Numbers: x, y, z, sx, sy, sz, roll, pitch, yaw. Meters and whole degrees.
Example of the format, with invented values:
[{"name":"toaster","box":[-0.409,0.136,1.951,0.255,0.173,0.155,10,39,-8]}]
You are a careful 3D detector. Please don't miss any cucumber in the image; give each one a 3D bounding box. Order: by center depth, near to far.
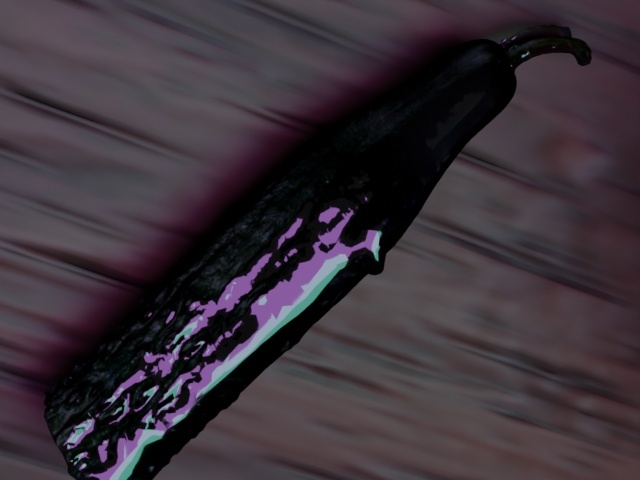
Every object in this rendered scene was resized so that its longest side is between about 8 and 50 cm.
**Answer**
[{"name":"cucumber","box":[0.000,0.000,0.468,0.163,0.039,0.043,-45,135,2]}]
